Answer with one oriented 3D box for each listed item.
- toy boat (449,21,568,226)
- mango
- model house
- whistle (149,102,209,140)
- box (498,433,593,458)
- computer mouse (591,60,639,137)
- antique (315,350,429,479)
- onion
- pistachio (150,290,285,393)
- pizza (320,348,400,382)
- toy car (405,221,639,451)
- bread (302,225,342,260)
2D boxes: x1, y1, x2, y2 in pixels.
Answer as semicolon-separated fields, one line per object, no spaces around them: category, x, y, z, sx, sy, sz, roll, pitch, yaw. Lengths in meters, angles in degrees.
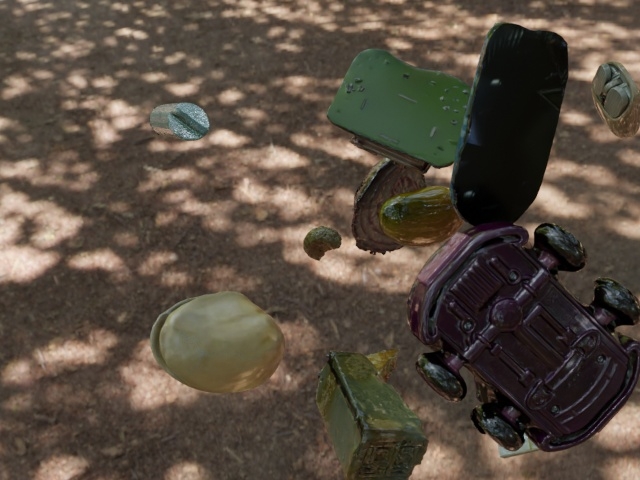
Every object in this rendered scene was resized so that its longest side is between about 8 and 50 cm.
toy boat;0.269;-0.168;1.115;0.134;0.299;0.092;10;13;-11
mango;0.271;-0.059;2.011;0.254;0.176;0.139;-10;38;-17
model house;0.185;-0.271;1.653;0.293;0.154;0.207;24;78;10
whistle;-0.245;-0.204;1.267;0.062;0.062;0.312;-19;15;-16
box;0.383;0.318;1.297;0.166;0.024;0.090;-25;52;32
computer mouse;0.714;-0.333;1.799;0.082;0.236;0.145;-26;66;14
antique;0.074;0.326;1.425;0.150;0.125;0.284;9;23;-27
onion;0.182;-0.118;2.138;0.280;0.314;0.146;-31;45;-11
pistachio;-0.235;0.238;1.753;0.321;0.229;0.238;11;71;-27
pizza;0.114;0.301;1.696;0.198;0.062;0.188;-20;17;-35
toy car;0.264;0.119;1.048;0.271;0.340;0.240;-46;13;0
bread;0.000;0.000;1.944;0.113;0.082;0.060;-29;33;43
